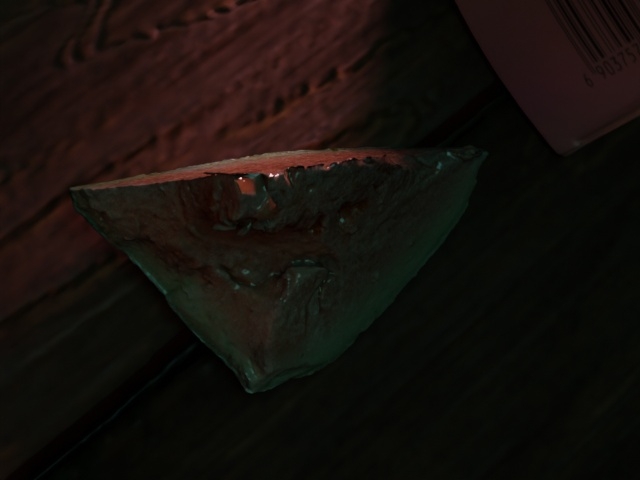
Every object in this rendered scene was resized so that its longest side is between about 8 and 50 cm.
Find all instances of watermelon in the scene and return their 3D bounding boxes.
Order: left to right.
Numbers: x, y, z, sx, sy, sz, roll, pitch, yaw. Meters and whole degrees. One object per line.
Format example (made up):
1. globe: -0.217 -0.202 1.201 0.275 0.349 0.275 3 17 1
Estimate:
1. watermelon: -0.001 0.000 0.720 0.155 0.080 0.101 -22 95 -40

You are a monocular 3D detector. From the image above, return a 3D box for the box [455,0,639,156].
1. box: 0.225 -0.183 0.790 0.333 0.173 0.145 -29 91 -24
